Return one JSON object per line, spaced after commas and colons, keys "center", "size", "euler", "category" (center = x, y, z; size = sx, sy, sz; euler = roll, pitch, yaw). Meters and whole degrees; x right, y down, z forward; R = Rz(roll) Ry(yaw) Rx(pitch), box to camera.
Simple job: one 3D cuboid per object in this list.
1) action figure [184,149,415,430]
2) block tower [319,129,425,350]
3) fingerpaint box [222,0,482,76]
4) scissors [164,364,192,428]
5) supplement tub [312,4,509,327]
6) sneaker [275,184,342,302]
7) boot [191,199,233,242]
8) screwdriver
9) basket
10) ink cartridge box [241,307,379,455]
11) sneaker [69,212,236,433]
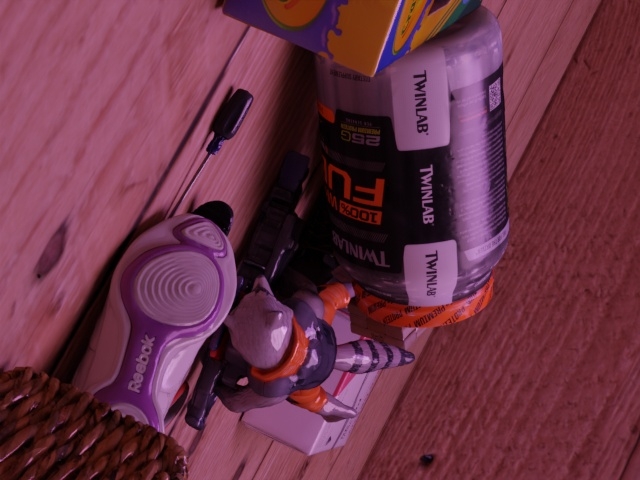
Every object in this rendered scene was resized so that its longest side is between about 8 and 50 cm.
{"center": [-0.011, 0.082, 1.728], "size": [0.330, 0.179, 0.341], "euler": [8, 102, -67], "category": "action figure"}
{"center": [0.077, -0.026, 1.878], "size": [0.091, 0.097, 0.335], "euler": [-43, 137, -40], "category": "block tower"}
{"center": [0.110, -0.409, 1.336], "size": [0.371, 0.163, 0.444], "euler": [-40, 152, -63], "category": "fingerpaint box"}
{"center": [-0.206, 0.210, 1.569], "size": [0.297, 0.021, 0.109], "euler": [-48, 162, -57], "category": "scissors"}
{"center": [0.105, -0.086, 1.638], "size": [0.207, 0.207, 0.338], "euler": [-47, 137, -54], "category": "supplement tub"}
{"center": [0.000, 0.000, 1.932], "size": [0.222, 0.083, 0.118], "euler": [-49, 144, -39], "category": "sneaker"}
{"center": [-0.116, 0.012, 1.506], "size": [0.121, 0.045, 0.099], "euler": [-59, 166, 10], "category": "boot"}
{"center": [-0.115, -0.073, 1.417], "size": [0.170, 0.024, 0.025], "euler": [-58, -164, -2], "category": "screwdriver"}
{"center": [-0.239, 0.270, 1.101], "size": [0.299, 0.213, 0.223], "euler": [-38, 150, -64], "category": "basket"}
{"center": [0.005, 0.201, 2.203], "size": [0.207, 0.117, 0.283], "euler": [-65, 167, 1], "category": "ink cartridge box"}
{"center": [-0.181, 0.108, 1.354], "size": [0.152, 0.114, 0.305], "euler": [-29, -147, 57], "category": "sneaker"}
